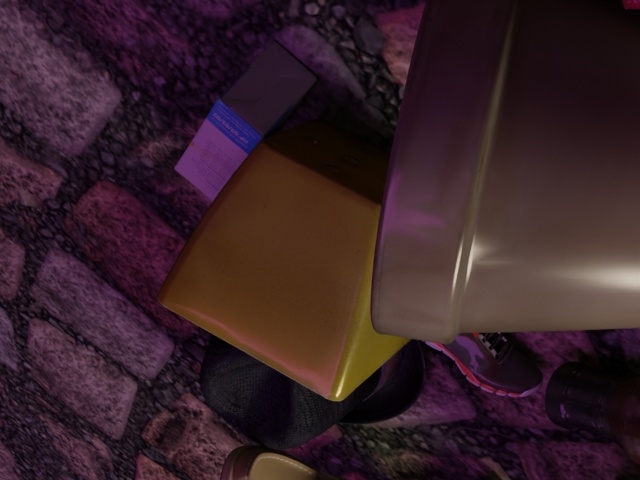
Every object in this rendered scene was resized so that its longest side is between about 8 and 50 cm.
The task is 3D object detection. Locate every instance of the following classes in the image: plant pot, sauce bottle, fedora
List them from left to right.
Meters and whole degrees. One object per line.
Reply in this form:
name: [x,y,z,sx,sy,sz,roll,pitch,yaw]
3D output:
fedora: [-0.038,0.142,1.566,0.334,0.152,0.334,24,143,20]
plant pot: [0.000,0.000,1.322,0.212,0.212,0.187,28,113,16]
plant pot: [0.208,-0.055,1.029,0.280,0.323,0.323,13,140,9]
sauce bottle: [0.364,0.178,1.264,0.344,0.111,0.111,11,137,48]

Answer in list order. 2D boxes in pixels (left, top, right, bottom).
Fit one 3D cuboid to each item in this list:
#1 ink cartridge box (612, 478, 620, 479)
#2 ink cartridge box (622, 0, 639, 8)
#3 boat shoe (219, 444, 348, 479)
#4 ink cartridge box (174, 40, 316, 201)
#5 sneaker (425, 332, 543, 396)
ink cartridge box: [0.406,0.426,1.330,0.394,0.285,0.166,17,115,31]
ink cartridge box: [0.291,-0.211,0.914,0.150,0.109,0.063,7,133,37]
boat shoe: [0.021,0.342,1.639,0.110,0.122,0.341,-15,140,42]
ink cartridge box: [-0.085,-0.110,1.370,0.061,0.104,0.181,40,145,-1]
sneaker: [0.171,0.108,1.424,0.158,0.061,0.065,30,138,11]
